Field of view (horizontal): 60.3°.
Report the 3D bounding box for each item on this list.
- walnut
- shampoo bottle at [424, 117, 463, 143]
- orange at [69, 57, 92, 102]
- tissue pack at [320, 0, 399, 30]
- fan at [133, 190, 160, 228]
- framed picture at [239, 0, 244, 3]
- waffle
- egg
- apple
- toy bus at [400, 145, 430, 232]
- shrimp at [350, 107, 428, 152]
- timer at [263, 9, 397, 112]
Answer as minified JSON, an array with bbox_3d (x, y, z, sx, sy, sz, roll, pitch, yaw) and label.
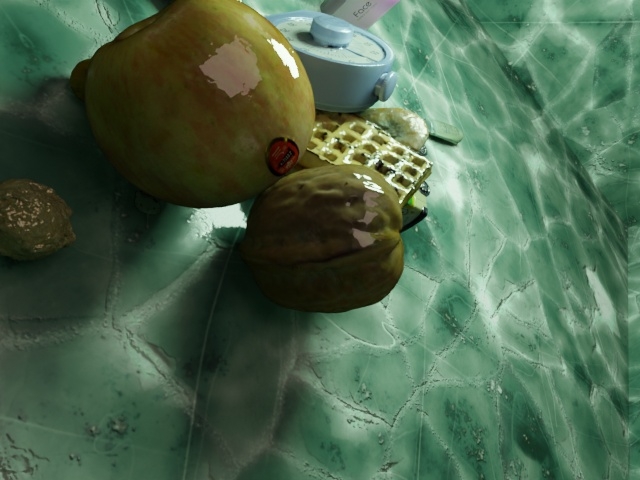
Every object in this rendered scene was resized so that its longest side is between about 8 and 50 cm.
[{"bbox_3d":[0.000,-0.002,1.134,0.344,0.306,0.306,-5,63,0],"label":"walnut"},{"bbox_3d":[0.446,-0.399,2.010,0.212,0.049,0.072,5,68,-44],"label":"shampoo bottle"},{"bbox_3d":[-0.431,-0.306,1.057,0.085,0.085,0.095,43,46,-19],"label":"orange"},{"bbox_3d":[0.137,-0.771,1.770,0.149,0.246,0.092,14,58,-39],"label":"tissue pack"},{"bbox_3d":[-0.335,-0.060,1.065,0.056,0.004,0.083,16,57,-38],"label":"fan"},{"bbox_3d":[-0.283,-0.660,1.367,0.231,0.018,0.293,-29,118,-49],"label":"framed picture"},{"bbox_3d":[0.063,-0.198,1.346,0.376,0.114,0.261,33,41,11],"label":"waffle"},{"bbox_3d":[-0.449,-0.029,0.846,0.116,0.118,0.140,57,-8,47],"label":"egg"},{"bbox_3d":[-0.217,-0.253,1.009,0.346,0.392,0.391,61,34,-37],"label":"apple"},{"bbox_3d":[0.200,-0.189,1.570,0.179,0.143,0.305,24,53,-31],"label":"toy bus"},{"bbox_3d":[0.132,-0.289,1.494,0.077,0.317,0.168,75,19,-59],"label":"shrimp"},{"bbox_3d":[0.026,-0.477,1.429,0.395,0.173,0.395,12,35,-8],"label":"timer"}]
